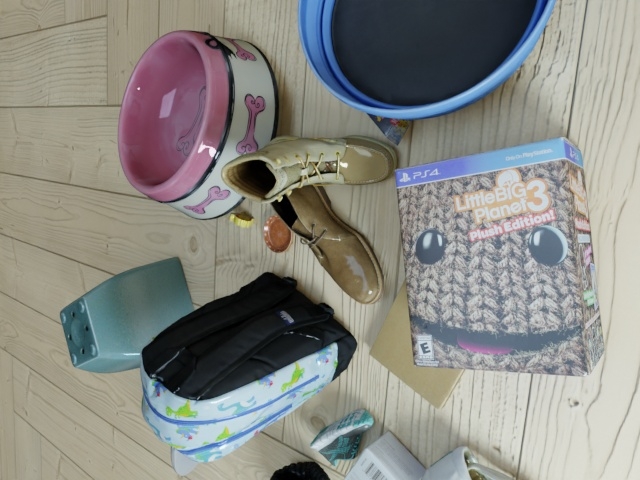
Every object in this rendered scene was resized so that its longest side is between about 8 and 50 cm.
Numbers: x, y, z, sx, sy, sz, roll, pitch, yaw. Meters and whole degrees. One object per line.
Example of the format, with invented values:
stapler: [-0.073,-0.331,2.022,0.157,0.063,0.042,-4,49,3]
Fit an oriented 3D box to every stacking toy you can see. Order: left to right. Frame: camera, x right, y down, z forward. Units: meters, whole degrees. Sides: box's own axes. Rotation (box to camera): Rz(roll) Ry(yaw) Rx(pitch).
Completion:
stacking toy: [-0.216,-0.148,1.125,0.221,0.052,0.167,30,112,33]

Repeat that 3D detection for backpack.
backpack: [-0.159,0.236,0.932,0.290,0.355,0.274,33,115,30]

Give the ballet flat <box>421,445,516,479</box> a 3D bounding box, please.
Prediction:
ballet flat: [0.331,0.468,0.732,0.400,0.139,0.139,36,115,30]

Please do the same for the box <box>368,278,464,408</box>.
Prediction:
box: [0.187,0.167,0.865,0.164,0.021,0.201,35,115,30]

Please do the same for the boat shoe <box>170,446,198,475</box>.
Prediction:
boat shoe: [-0.356,0.461,1.275,0.088,0.096,0.268,6,98,41]

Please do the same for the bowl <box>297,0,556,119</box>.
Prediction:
bowl: [0.151,-0.371,0.745,0.390,0.077,0.392,-3,83,26]

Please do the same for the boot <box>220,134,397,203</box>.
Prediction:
boot: [-0.016,-0.124,0.852,0.261,0.203,0.095,11,115,20]

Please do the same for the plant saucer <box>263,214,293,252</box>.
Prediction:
plant saucer: [-0.090,-0.014,1.065,0.083,0.013,0.084,5,99,38]

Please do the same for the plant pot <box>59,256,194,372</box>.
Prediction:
plant pot: [-0.495,0.207,1.255,0.247,0.252,0.248,-25,80,36]

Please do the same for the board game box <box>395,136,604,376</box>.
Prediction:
board game box: [0.252,0.027,0.707,0.231,0.141,0.292,-8,87,35]

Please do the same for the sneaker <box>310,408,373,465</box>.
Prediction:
sneaker: [0.056,0.393,0.978,0.076,0.065,0.166,50,126,3]

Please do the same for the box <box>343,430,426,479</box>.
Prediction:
box: [0.118,0.432,0.906,0.101,0.087,0.102,41,119,27]

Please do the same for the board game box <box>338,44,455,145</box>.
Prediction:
board game box: [0.125,-0.272,0.827,0.194,0.060,0.194,-28,73,24]

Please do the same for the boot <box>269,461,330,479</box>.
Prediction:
boot: [0.043,0.589,0.954,0.347,0.131,0.261,-9,89,39]

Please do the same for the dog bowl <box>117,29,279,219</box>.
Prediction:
dog bowl: [-0.283,-0.254,1.058,0.407,0.150,0.409,-7,79,40]

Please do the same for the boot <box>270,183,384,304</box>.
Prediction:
boot: [0.000,0.000,0.935,0.112,0.115,0.305,-47,68,29]
